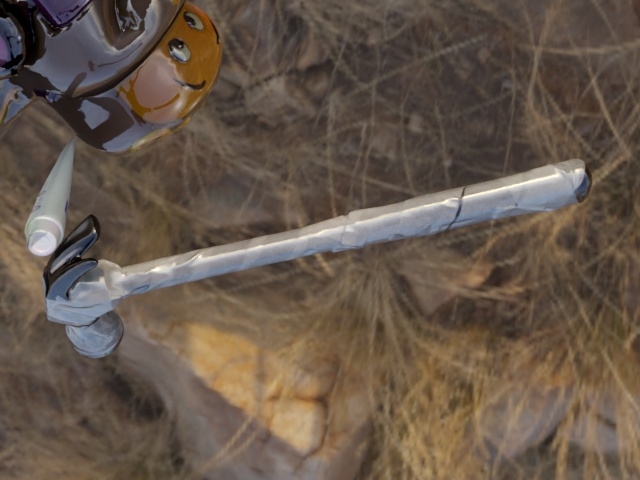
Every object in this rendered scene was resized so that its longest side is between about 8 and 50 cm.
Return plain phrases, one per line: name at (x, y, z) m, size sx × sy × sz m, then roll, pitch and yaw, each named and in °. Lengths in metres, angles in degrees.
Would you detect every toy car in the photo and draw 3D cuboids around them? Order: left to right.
toy car at (-0.261, -0.194, 1.132) m, size 0.340 × 0.271 × 0.240 m, roll -16°, pitch 130°, yaw 32°

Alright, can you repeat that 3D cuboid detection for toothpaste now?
toothpaste at (-0.242, -0.041, 1.070) m, size 0.033 × 0.218 × 0.052 m, roll 21°, pitch 109°, yaw -15°

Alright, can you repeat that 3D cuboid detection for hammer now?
hammer at (0.000, 0.001, 0.899) m, size 0.426 × 0.044 × 0.152 m, roll -12°, pitch 152°, yaw -7°
